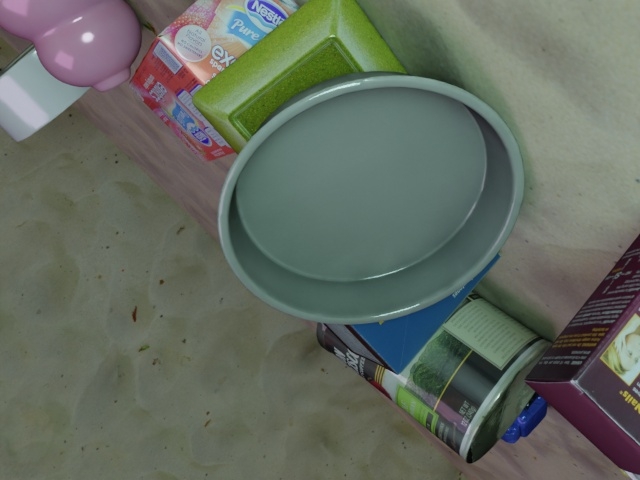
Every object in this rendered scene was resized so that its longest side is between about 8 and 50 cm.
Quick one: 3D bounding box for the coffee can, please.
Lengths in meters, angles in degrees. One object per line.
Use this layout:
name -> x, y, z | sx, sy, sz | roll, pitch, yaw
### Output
coffee can -> 0.161, 0.151, 1.064 | 0.275, 0.201, 0.201 | 35, 165, 29

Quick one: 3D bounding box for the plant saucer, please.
plant saucer -> 0.000, -0.117, 0.727 | 0.188, 0.188, 0.045 | 48, -163, -23

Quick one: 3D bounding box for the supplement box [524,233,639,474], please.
supplement box -> 0.256, 0.067, 0.542 | 0.104, 0.188, 0.081 | 43, 168, 0

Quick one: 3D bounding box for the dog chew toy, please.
dog chew toy -> -0.328, -0.334, 0.879 | 0.332, 0.206, 0.206 | 62, 161, -20

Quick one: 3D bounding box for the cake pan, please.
cake pan -> 0.047, -0.037, 0.717 | 0.293, 0.293, 0.054 | 54, -165, -39

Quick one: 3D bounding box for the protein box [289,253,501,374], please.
protein box -> 0.067, 0.014, 0.907 | 0.201, 0.200, 0.136 | 47, 166, -19

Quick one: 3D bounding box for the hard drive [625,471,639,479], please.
hard drive -> 0.402, 0.228, 0.695 | 0.339, 0.064, 0.237 | 50, 157, 19

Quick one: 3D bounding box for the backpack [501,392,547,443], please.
backpack -> 0.304, 0.267, 1.238 | 0.120, 0.101, 0.098 | 40, 160, 30

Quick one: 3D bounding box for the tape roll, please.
tape roll -> -0.446, -0.298, 1.260 | 0.100, 0.286, 0.286 | 50, 165, -25

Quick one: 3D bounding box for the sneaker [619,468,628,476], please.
sneaker -> 0.489, 0.358, 1.126 | 0.083, 0.031, 0.035 | 31, 162, 42

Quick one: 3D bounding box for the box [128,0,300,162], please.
box -> -0.116, -0.201, 0.895 | 0.154, 0.142, 0.300 | 47, 167, -14
